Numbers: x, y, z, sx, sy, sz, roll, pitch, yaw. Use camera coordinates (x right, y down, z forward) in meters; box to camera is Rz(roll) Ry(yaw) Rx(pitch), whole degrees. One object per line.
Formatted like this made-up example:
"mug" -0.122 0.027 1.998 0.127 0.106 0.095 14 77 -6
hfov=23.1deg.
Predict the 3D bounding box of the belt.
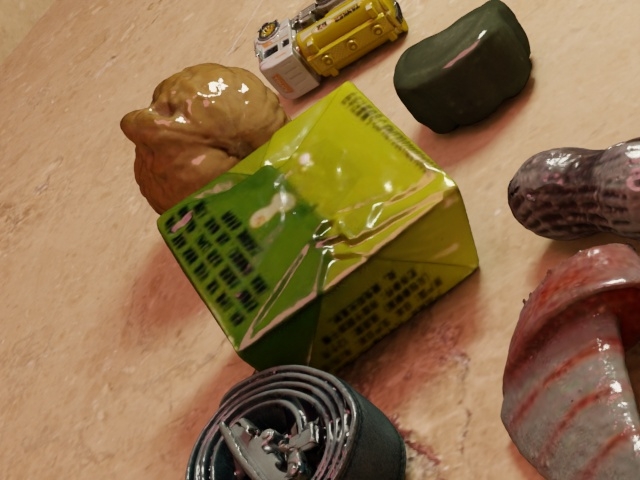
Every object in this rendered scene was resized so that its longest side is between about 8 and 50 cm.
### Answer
"belt" -0.037 0.224 1.550 0.206 0.116 0.267 -53 32 -11

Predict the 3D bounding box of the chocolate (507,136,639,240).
"chocolate" 0.287 -0.048 1.539 0.248 0.110 0.110 -1 48 56

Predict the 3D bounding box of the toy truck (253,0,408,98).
"toy truck" 0.013 -0.292 2.237 0.227 0.098 0.114 -29 36 21

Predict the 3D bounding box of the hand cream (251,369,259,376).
"hand cream" -0.029 0.101 1.815 0.057 0.037 0.165 5 59 55

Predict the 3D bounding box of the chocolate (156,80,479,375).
"chocolate" 0.000 0.000 1.744 0.289 0.137 0.301 -37 38 -1

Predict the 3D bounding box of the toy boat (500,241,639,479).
"toy boat" 0.236 0.145 1.355 0.206 0.096 0.282 -46 31 28

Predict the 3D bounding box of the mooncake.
"mooncake" 0.174 -0.214 1.916 0.175 0.104 0.168 4 55 57

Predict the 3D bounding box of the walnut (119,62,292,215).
"walnut" -0.150 -0.123 2.083 0.257 0.257 0.224 11 90 57
